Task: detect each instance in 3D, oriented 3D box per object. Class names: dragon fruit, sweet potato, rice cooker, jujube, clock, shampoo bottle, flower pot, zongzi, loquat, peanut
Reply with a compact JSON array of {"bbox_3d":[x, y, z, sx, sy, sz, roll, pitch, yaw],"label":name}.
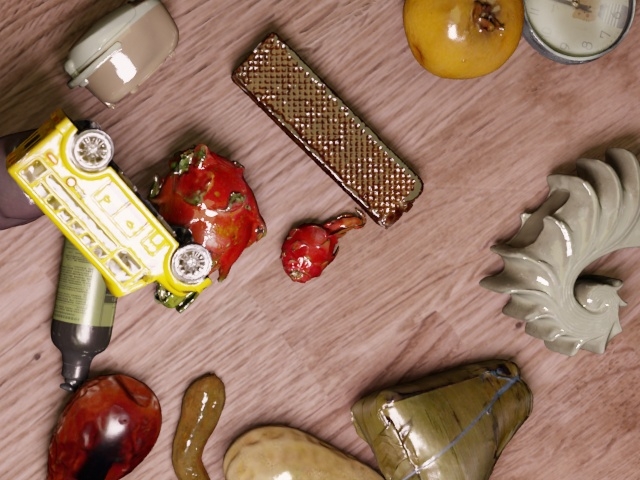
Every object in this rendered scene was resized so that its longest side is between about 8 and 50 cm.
[{"bbox_3d":[0.000,0.000,1.834,0.190,0.094,0.094,-41,97,-31],"label":"dragon fruit"},{"bbox_3d":[-0.211,0.341,1.807,0.081,0.062,0.233,7,93,-11],"label":"sweet potato"},{"bbox_3d":[-0.327,-0.311,1.737,0.127,0.145,0.206,44,87,-18],"label":"rice cooker"},{"bbox_3d":[-0.361,0.332,1.738,0.168,0.168,0.236,30,103,-9],"label":"jujube"},{"bbox_3d":[-0.217,-0.023,1.744,0.269,0.198,0.200,-47,118,2],"label":"dragon fruit"},{"bbox_3d":[0.462,-0.433,1.911,0.226,0.049,0.226,0,91,-11],"label":"clock"},{"bbox_3d":[-0.390,0.113,1.752,0.101,0.101,0.284,9,89,-9],"label":"shampoo bottle"},{"bbox_3d":[0.470,0.010,1.862,0.254,0.164,0.367,39,85,-14],"label":"flower pot"},{"bbox_3d":[0.256,0.392,1.774,0.323,0.160,0.360,-13,72,-27],"label":"zongzi"},{"bbox_3d":[0.242,-0.376,1.800,0.208,0.208,0.208,0,91,-9],"label":"loquat"},{"bbox_3d":[0.009,0.448,1.785,0.387,0.169,0.192,30,73,-9],"label":"peanut"}]

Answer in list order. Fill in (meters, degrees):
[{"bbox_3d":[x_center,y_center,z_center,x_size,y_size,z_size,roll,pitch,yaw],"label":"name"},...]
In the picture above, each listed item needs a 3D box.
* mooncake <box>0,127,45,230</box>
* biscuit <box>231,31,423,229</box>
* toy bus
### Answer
[{"bbox_3d":[-0.451,-0.104,1.670,0.245,0.245,0.133,-21,94,-8],"label":"mooncake"},{"bbox_3d":[0.014,-0.187,1.829,0.388,0.073,0.107,44,85,-7],"label":"biscuit"},{"bbox_3d":[-0.303,-0.033,1.549,0.152,0.144,0.330,-41,111,-6],"label":"toy bus"}]
